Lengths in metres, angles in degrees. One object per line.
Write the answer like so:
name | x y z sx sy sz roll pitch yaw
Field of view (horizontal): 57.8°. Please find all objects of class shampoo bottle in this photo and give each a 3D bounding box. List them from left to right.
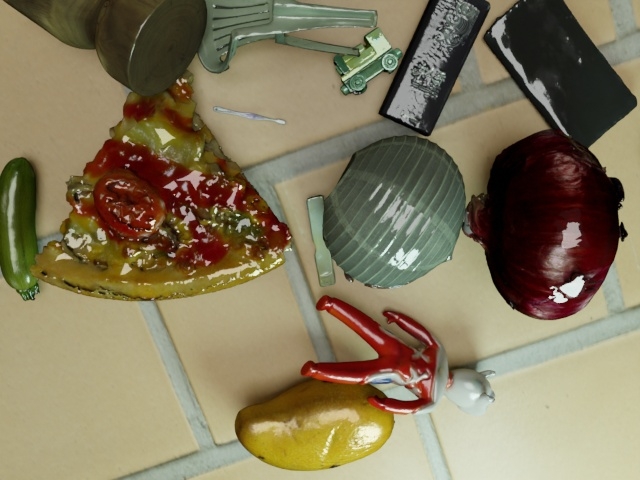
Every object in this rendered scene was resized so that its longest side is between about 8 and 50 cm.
shampoo bottle | 0.207 -0.339 0.983 0.098 0.071 0.309 24 97 -3

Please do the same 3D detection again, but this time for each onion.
onion | 0.347 -0.024 0.928 0.232 0.314 0.314 0 101 4

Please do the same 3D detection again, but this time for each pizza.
pizza | -0.276 -0.104 0.958 0.440 0.130 0.406 -5 88 0

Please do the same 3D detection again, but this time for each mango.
mango | -0.008 0.341 1.086 0.295 0.120 0.177 -6 109 1

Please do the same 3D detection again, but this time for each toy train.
toy train | 0.079 -0.304 0.996 0.122 0.050 0.081 -33 96 5

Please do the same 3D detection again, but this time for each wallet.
wallet | 0.421 -0.300 1.018 0.146 0.030 0.285 -40 99 9

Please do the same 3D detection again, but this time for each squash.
squash | -0.536 -0.018 1.023 0.069 0.069 0.258 3 101 -2

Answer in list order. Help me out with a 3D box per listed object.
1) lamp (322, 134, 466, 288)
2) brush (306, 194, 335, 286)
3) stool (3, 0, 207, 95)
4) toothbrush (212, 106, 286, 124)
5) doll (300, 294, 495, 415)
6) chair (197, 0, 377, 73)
lamp | 0.123 -0.040 0.957 0.233 0.233 0.265 36 90 -8
brush | 0.000 0.000 1.065 0.033 0.030 0.178 -11 112 -7
stool | -0.331 -0.365 0.876 0.264 0.179 0.179 34 98 6
toothbrush | -0.125 -0.220 1.023 0.131 0.013 0.011 11 91 -3
doll | 0.159 0.229 1.060 0.384 0.099 0.188 22 62 -10
chair | -0.068 -0.374 0.910 0.274 0.190 0.203 -2 78 -6
